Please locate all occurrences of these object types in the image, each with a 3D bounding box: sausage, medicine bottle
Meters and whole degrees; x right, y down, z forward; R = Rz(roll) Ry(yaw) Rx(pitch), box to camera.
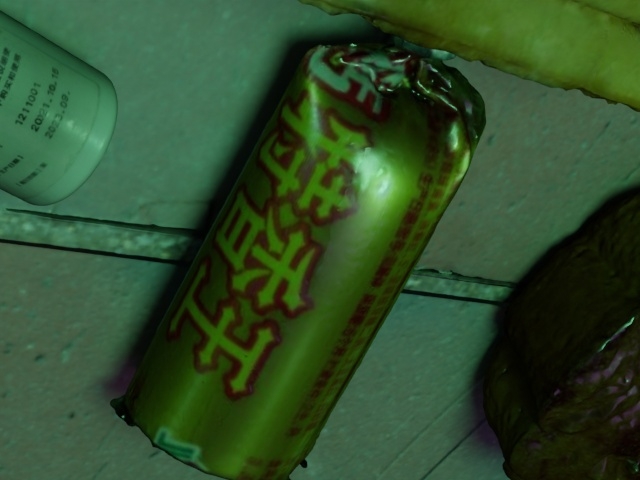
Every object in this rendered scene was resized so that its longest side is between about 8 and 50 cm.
[{"bbox_3d":[0.002,0.001,0.865,0.125,0.117,0.317,31,115,3],"label":"sausage"},{"bbox_3d":[-0.174,-0.077,0.752,0.130,0.080,0.080,30,110,-38],"label":"medicine bottle"}]

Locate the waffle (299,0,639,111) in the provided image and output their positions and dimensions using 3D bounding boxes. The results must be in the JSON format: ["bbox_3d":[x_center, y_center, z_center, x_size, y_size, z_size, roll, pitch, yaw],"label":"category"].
[{"bbox_3d":[0.051,-0.166,0.695,0.308,0.213,0.091,14,121,-34],"label":"waffle"}]

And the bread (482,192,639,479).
[{"bbox_3d":[0.231,0.084,1.030,0.232,0.135,0.247,28,111,-38],"label":"bread"}]
